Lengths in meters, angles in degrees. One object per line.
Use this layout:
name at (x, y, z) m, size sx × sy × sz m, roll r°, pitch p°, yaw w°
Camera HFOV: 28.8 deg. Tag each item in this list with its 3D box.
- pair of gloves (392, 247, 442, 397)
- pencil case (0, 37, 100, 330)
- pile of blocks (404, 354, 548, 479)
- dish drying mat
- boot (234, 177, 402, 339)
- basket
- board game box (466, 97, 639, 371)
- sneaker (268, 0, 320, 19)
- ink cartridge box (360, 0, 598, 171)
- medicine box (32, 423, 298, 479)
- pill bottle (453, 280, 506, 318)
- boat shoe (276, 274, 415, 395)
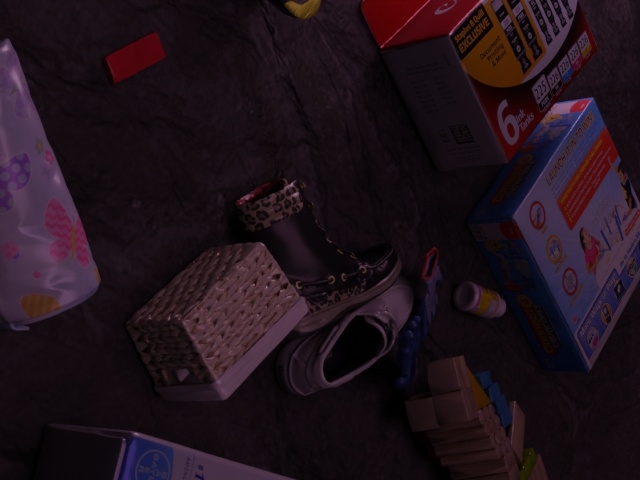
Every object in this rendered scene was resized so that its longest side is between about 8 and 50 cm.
pair of gloves at (0.126, 0.114, 1.625) m, size 0.159 × 0.023 × 0.198 m, roll 82°, pitch 25°, yaw -58°
pencil case at (-0.303, -0.053, 1.172) m, size 0.124 × 0.114 × 0.273 m, roll -45°, pitch 121°, yaw -55°
pile of blocks at (0.208, 0.277, 1.715) m, size 0.362 × 0.113 × 0.149 m, roll 58°, pitch 31°, yaw -32°
dish drying mat at (-0.204, -0.201, 1.368) m, size 0.083 × 0.008 × 0.032 m, roll -38°, pitch 115°, yaw -43°
boot at (0.001, 0.000, 1.519) m, size 0.236 × 0.085 × 0.178 m, roll -30°, pitch 106°, yaw -45°
basket at (-0.115, 0.086, 1.366) m, size 0.167 × 0.113 × 0.103 m, roll -46°, pitch 117°, yaw -39°
board game box at (0.383, -0.010, 1.927) m, size 0.308 × 0.086 × 0.302 m, roll -51°, pitch 122°, yaw -36°
sneaker at (-0.064, -0.322, 1.500) m, size 0.053 × 0.059 × 0.144 m, roll -43°, pitch 105°, yaw -5°
ink cartridge box at (0.230, -0.296, 1.752) m, size 0.309 × 0.130 × 0.271 m, roll -49°, pitch 120°, yaw -37°
medicine box at (-0.160, 0.349, 1.272) m, size 0.289 × 0.149 × 0.263 m, roll 26°, pitch 69°, yaw -42°
pill bottle at (0.230, 0.088, 1.787) m, size 0.083 × 0.043 × 0.043 m, roll 21°, pitch 72°, yaw -45°
boat shoe at (0.056, 0.120, 1.566) m, size 0.258 × 0.084 × 0.095 m, roll -39°, pitch 115°, yaw -41°
